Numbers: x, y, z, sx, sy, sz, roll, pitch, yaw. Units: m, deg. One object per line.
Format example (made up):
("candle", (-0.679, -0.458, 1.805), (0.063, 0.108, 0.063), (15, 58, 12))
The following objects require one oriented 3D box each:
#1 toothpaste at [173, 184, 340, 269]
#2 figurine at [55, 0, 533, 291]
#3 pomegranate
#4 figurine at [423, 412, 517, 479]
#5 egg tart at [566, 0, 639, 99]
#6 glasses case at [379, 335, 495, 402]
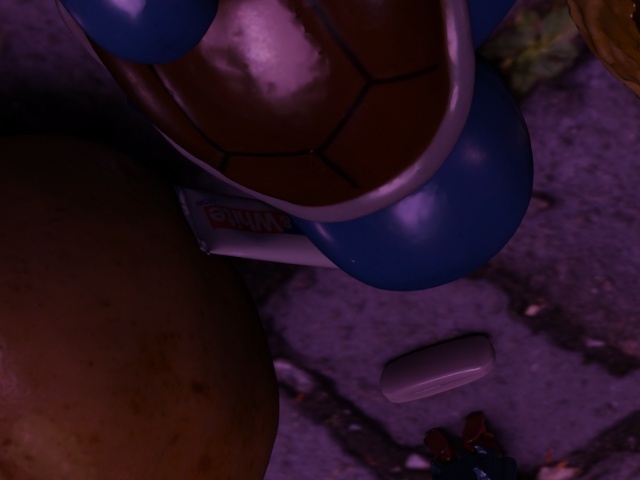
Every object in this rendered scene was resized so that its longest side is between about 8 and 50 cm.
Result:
("toothpaste", (0.000, 0.000, 1.223), (0.218, 0.052, 0.033), (9, 135, -43))
("figurine", (-0.019, -0.138, 1.057), (0.298, 0.243, 0.416), (-31, 147, 15))
("pomegranate", (-0.163, 0.088, 1.189), (0.307, 0.307, 0.307), (1, 133, 1))
("figurine", (0.127, 0.195, 1.435), (0.068, 0.075, 0.140), (-22, 127, 20))
("egg tart", (0.269, -0.138, 1.049), (0.294, 0.123, 0.294), (5, 136, 5))
("glasses case", (0.080, 0.088, 1.363), (0.083, 0.032, 0.021), (-20, 133, 17))
